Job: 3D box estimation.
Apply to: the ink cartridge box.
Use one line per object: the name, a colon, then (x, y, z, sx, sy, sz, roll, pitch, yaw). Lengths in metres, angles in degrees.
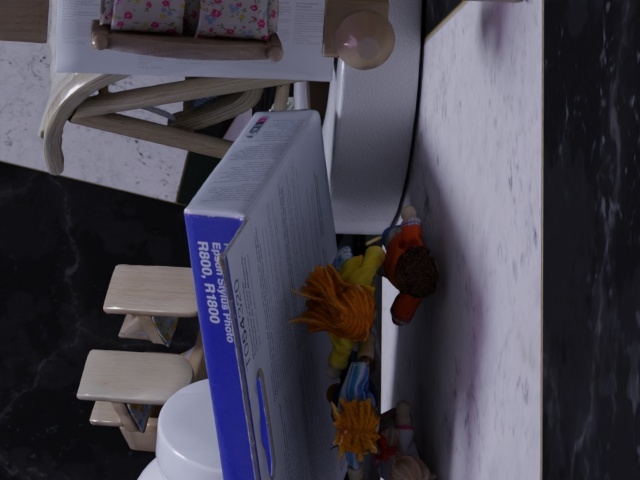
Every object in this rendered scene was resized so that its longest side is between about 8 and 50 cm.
ink cartridge box: (-0.045, 0.096, 1.630, 0.330, 0.071, 0.324, -58, -36, -64)

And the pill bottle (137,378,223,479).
pill bottle: (-0.098, 0.361, 2.168, 0.229, 0.229, 0.408, -100, 13, -58)

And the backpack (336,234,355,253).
backpack: (-0.022, 0.007, 2.080, 0.182, 0.115, 0.152, 101, 180, -59)

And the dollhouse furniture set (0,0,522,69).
dollhouse furniture set: (-0.046, -0.257, 1.329, 0.174, 0.355, 0.303, -109, 22, -69)

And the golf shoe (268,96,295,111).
golf shoe: (-0.045, -0.094, 2.496, 0.086, 0.069, 0.176, -97, 10, -83)

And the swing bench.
swing bench: (-0.138, -0.205, 1.903, 0.165, 0.254, 0.253, 100, 168, -51)

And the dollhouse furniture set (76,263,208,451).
dollhouse furniture set: (-0.137, 0.287, 2.531, 0.362, 0.256, 0.394, 71, -153, -52)

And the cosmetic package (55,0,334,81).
cosmetic package: (-0.106, -0.195, 1.704, 0.060, 0.239, 0.099, -97, 11, -52)

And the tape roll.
tape roll: (0.030, -0.197, 1.867, 0.392, 0.072, 0.392, -179, 90, -84)

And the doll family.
doll family: (0.031, 0.103, 1.599, 0.163, 0.118, 0.263, -116, 26, -81)
